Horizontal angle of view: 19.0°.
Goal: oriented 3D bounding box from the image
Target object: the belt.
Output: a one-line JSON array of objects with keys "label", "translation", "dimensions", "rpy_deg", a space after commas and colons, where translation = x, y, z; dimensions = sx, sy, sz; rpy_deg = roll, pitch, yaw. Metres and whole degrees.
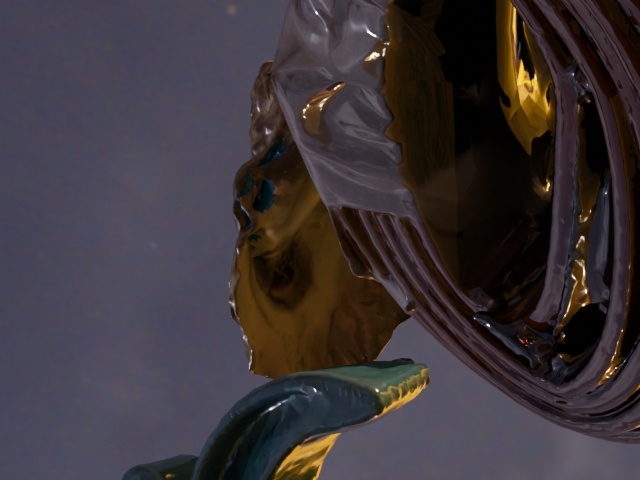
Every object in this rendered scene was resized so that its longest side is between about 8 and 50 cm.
[{"label": "belt", "translation": [0.082, -0.044, 0.628], "dimensions": [0.105, 0.184, 0.261], "rpy_deg": [-47, -25, -24]}]

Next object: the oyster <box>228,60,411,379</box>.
[{"label": "oyster", "translation": [0.000, 0.000, 1.364], "dimensions": [0.214, 0.083, 0.223], "rpy_deg": [32, -91, -42]}]

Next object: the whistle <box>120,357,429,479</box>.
[{"label": "whistle", "translation": [-0.013, 0.132, 0.462], "dimensions": [0.093, 0.274, 0.186], "rpy_deg": [-11, -98, -45]}]
